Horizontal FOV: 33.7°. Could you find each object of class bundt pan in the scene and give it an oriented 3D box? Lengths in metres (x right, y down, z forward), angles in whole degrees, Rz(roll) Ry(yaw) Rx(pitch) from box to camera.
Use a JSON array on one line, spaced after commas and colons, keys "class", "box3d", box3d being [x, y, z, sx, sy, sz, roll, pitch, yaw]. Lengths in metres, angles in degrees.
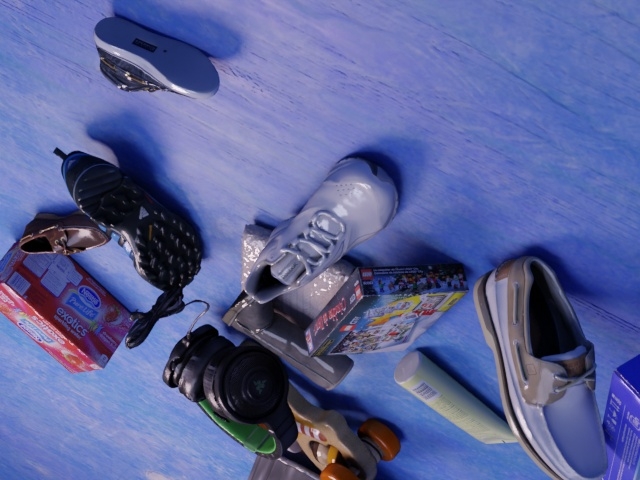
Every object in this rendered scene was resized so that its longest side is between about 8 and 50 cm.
[{"class": "bundt pan", "box3d": [-0.013, 0.553, 2.124, 0.331, 0.124, 0.331, 28, 164, 9]}]

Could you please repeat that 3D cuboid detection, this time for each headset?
[{"class": "headset", "box3d": [-0.187, 0.240, 1.786, 0.243, 0.185, 0.394, 17, 141, 43]}]

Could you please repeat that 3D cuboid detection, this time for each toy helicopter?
[{"class": "toy helicopter", "box3d": [-0.037, 0.322, 1.940, 0.355, 0.140, 0.235, 49, 153, -10]}]

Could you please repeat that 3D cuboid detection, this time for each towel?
[{"class": "towel", "box3d": [-0.041, 0.093, 1.669, 0.187, 0.049, 0.282, 21, 146, 12]}]

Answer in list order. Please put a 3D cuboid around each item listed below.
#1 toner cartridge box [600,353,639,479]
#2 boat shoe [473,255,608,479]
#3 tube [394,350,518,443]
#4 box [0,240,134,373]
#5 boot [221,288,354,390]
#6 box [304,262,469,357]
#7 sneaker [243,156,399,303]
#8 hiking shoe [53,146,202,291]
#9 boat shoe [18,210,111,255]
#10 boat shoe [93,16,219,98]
[{"class": "toner cartridge box", "box3d": [0.450, 0.247, 1.380, 0.075, 0.165, 0.348, 53, 164, 36]}, {"class": "boat shoe", "box3d": [0.289, 0.165, 1.336, 0.103, 0.113, 0.302, -42, 68, 57]}, {"class": "tube", "box3d": [0.220, 0.264, 1.697, 0.240, 0.062, 0.070, 39, -170, -22]}, {"class": "box", "box3d": [-0.492, 0.122, 1.987, 0.122, 0.128, 0.257, -13, 128, 47]}, {"class": "boot", "box3d": [-0.042, 0.146, 1.632, 0.208, 0.076, 0.189, 39, 159, -1]}, {"class": "box", "box3d": [0.088, 0.102, 1.507, 0.159, 0.044, 0.233, -1, 154, -22]}, {"class": "sneaker", "box3d": [0.000, 0.000, 1.421, 0.111, 0.129, 0.297, 41, 136, -3]}, {"class": "hiking shoe", "box3d": [-0.291, -0.038, 1.667, 0.132, 0.113, 0.304, 42, 170, 45]}, {"class": "boat shoe", "box3d": [-0.438, -0.004, 1.827, 0.207, 0.073, 0.073, -3, 134, 39]}, {"class": "boat shoe", "box3d": [-0.210, -0.219, 1.372, 0.183, 0.065, 0.083, 29, 150, 12]}]
